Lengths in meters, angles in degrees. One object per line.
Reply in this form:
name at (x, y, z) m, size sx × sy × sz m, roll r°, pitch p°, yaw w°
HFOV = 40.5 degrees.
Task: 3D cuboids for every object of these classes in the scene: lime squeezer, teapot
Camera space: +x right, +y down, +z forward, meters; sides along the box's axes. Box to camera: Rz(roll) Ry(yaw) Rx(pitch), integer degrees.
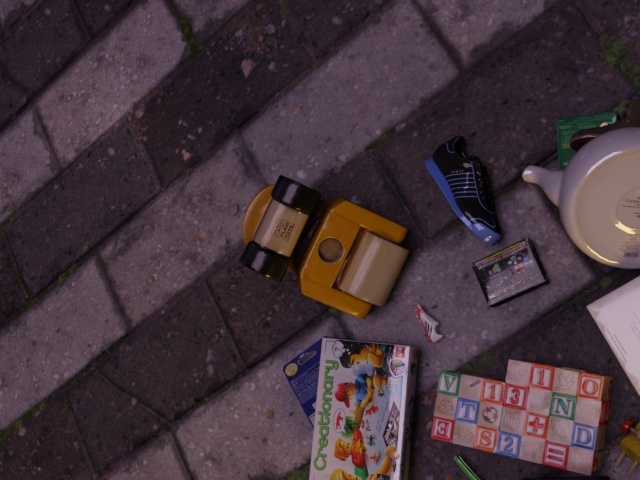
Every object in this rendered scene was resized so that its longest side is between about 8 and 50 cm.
lime squeezer at (0.370, 0.474, 1.546) m, size 0.310 × 0.059 × 0.109 m, roll 8°, pitch 108°, yaw 35°
teapot at (0.521, -0.086, 1.460) m, size 0.256 × 0.187 × 0.252 m, roll 44°, pitch 111°, yaw -11°

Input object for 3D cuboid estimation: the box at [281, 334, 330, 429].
box at (0.024, 0.322, 1.788) m, size 0.136 × 0.036 × 0.225 m, roll -38°, pitch 68°, yaw 18°

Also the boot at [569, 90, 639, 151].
boot at (0.544, -0.209, 1.535) m, size 0.219 × 0.082 × 0.106 m, roll -2°, pitch 66°, yaw -2°

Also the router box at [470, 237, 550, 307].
router box at (0.359, 0.062, 1.642) m, size 0.122 × 0.038 × 0.092 m, roll -27°, pitch 70°, yaw 23°

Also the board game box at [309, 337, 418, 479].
board game box at (0.084, 0.349, 1.701) m, size 0.193 × 0.053 × 0.305 m, roll 1°, pitch 82°, yaw 28°

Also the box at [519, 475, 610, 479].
box at (0.379, 0.446, 1.399) m, size 0.153 × 0.207 × 0.108 m, roll -10°, pitch 77°, yaw 26°

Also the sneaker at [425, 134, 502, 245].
sneaker at (0.294, -0.101, 1.680) m, size 0.090 × 0.081 × 0.232 m, roll -44°, pitch 63°, yaw 24°

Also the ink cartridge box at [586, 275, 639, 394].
ink cartridge box at (0.595, 0.125, 1.423) m, size 0.233 × 0.171 × 0.168 m, roll -34°, pitch 67°, yaw 20°

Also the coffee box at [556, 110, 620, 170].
coffee box at (0.496, -0.139, 1.595) m, size 0.113 × 0.040 × 0.184 m, roll -6°, pitch 79°, yaw 26°

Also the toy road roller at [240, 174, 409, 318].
toy road roller at (0.000, 0.000, 1.792) m, size 0.330 × 0.240 × 0.202 m, roll 24°, pitch 95°, yaw -7°

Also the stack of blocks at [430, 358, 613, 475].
stack of blocks at (0.362, 0.303, 1.573) m, size 0.297 × 0.087 × 0.171 m, roll 6°, pitch 85°, yaw 30°

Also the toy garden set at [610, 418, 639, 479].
toy garden set at (0.562, 0.441, 1.459) m, size 0.204 × 0.049 × 0.244 m, roll 35°, pitch 108°, yaw 39°

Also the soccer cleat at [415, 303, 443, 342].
soccer cleat at (0.215, 0.161, 1.714) m, size 0.036 × 0.029 × 0.083 m, roll -25°, pitch 74°, yaw 14°
